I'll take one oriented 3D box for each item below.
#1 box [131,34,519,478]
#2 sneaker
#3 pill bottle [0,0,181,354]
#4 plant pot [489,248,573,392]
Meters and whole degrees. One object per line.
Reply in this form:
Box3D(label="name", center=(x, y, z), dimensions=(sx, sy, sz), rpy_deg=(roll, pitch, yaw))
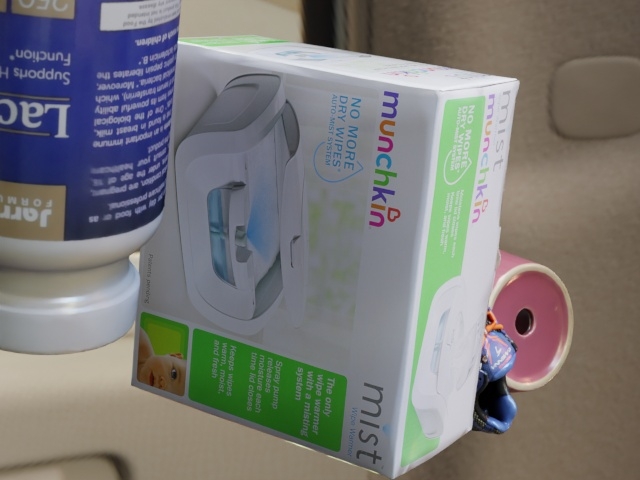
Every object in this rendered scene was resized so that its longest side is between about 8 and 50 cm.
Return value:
Box3D(label="box", center=(0.000, 0.000, 0.895), dimensions=(0.231, 0.127, 0.262), rpy_deg=(16, -73, 31))
Box3D(label="sneaker", center=(0.128, 0.078, 1.077), dimensions=(0.087, 0.083, 0.221), rpy_deg=(23, -38, 38))
Box3D(label="pill bottle", center=(-0.169, -0.073, 0.788), dimensions=(0.153, 0.153, 0.265), rpy_deg=(23, -63, 36))
Box3D(label="plant pot", center=(0.153, 0.083, 1.319), dimensions=(0.180, 0.201, 0.201), rpy_deg=(5, -70, 53))
